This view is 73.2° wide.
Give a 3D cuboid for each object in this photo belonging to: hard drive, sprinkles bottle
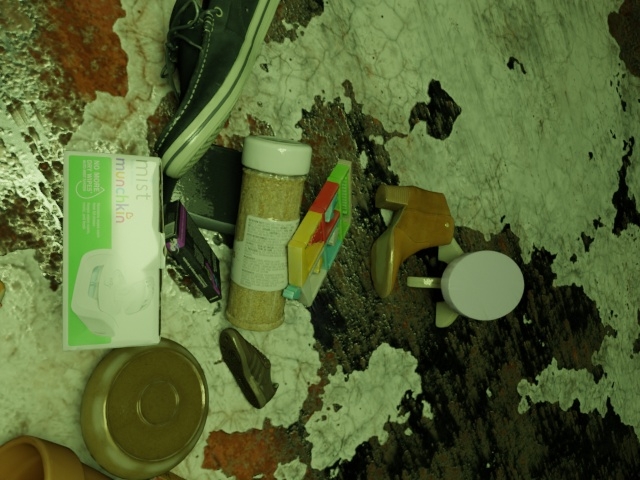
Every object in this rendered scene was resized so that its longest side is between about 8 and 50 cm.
[{"bbox_3d":[-0.181,-0.100,0.858,0.255,0.054,0.171,13,83,-31],"label":"hard drive"},{"bbox_3d":[-0.101,-0.010,0.803,0.122,0.121,0.354,-1,111,-31],"label":"sprinkles bottle"}]

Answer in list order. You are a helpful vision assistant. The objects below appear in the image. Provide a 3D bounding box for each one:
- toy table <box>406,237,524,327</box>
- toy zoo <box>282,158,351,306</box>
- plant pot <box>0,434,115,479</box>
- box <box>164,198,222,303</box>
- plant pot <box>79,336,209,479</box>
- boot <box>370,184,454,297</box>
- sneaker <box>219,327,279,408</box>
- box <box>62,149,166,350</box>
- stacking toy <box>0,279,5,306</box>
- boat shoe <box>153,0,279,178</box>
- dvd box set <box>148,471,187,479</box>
[{"bbox_3d":[0.378,0.115,1.138,0.275,0.161,0.251,17,82,-30],"label":"toy table"},{"bbox_3d":[0.000,0.000,0.871,0.192,0.030,0.293,85,26,-49],"label":"toy zoo"},{"bbox_3d":[-0.394,0.455,0.614,0.203,0.291,0.290,44,67,-41],"label":"plant pot"},{"bbox_3d":[-0.226,0.021,0.771,0.029,0.116,0.162,-24,127,2],"label":"box"},{"bbox_3d":[-0.286,0.282,0.747,0.236,0.033,0.236,27,53,-42],"label":"plant pot"},{"bbox_3d":[0.239,0.003,1.077,0.212,0.104,0.294,8,78,-22],"label":"boot"},{"bbox_3d":[-0.144,0.250,0.885,0.071,0.066,0.188,-35,113,-44],"label":"sneaker"},{"bbox_3d":[-0.313,0.015,0.668,0.127,0.231,0.261,1,90,-23],"label":"box"},{"bbox_3d":[-0.549,0.183,0.597,0.166,0.175,0.301,40,56,-25],"label":"stacking toy"},{"bbox_3d":[-0.199,-0.329,0.758,0.156,0.187,0.499,25,64,-23],"label":"boat shoe"},{"bbox_3d":[-0.245,0.654,0.811,0.420,0.062,0.307,44,70,-23],"label":"dvd box set"}]
